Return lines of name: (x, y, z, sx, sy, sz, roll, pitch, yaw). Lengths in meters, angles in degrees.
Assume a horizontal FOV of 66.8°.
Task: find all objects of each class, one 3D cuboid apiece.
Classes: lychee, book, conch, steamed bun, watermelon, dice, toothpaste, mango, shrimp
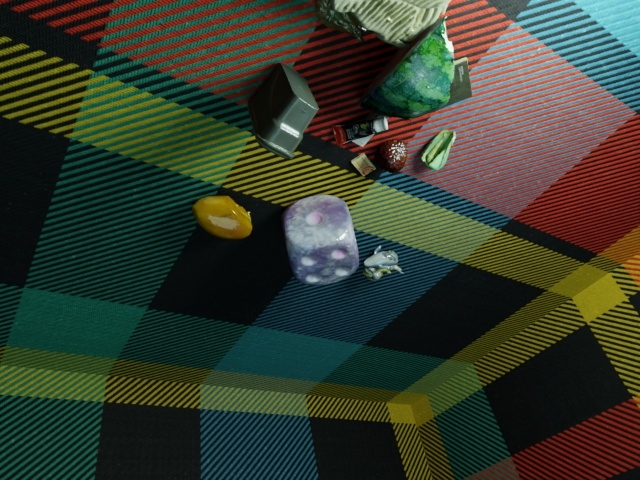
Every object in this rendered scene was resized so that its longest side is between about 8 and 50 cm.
lychee: (0.262, -0.309, 1.768, 0.129, 0.123, 0.123, -40, 134, 17)
book: (0.394, -0.508, 1.642, 0.228, 0.024, 0.160, -20, 140, 9)
conch: (0.435, -0.341, 1.815, 0.106, 0.079, 0.170, 5, 122, -29)
steamed bun: (0.181, -0.692, 1.209, 0.347, 0.237, 0.394, -2, 161, 6)
watermelon: (0.295, -0.466, 1.451, 0.222, 0.292, 0.319, 36, 107, -17)
dice: (0.000, 0.000, 1.936, 0.270, 0.270, 0.271, -12, 141, -1)
toothpaste: (0.134, -0.377, 1.662, 0.194, 0.045, 0.071, -7, 110, 25)
mango: (-0.372, -0.087, 1.851, 0.252, 0.126, 0.154, 23, 117, -34)
shrimp: (0.063, -0.637, 1.396, 0.184, 0.043, 0.091, 27, 133, -30)

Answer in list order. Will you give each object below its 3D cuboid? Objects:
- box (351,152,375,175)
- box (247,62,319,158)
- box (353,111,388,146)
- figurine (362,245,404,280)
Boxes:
box: (0.164, -0.288, 1.843, 0.058, 0.015, 0.093, -31, 136, 18)
box: (-0.114, -0.395, 1.457, 0.138, 0.274, 0.178, 21, 123, -35)
box: (0.192, -0.419, 1.679, 0.055, 0.039, 0.218, 21, 129, -31)
figurine: (0.290, 0.114, 2.262, 0.209, 0.128, 0.184, 10, 137, -31)
